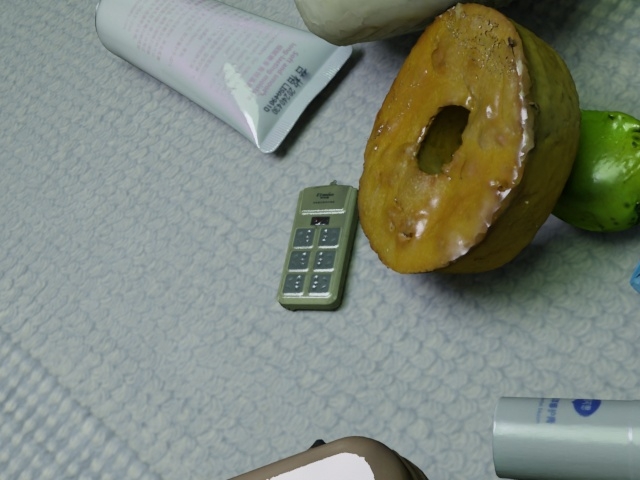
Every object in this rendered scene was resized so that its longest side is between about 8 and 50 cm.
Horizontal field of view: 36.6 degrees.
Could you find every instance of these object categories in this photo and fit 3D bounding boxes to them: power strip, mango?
[{"bbox_3d":[0.000,0.000,1.104,0.076,0.028,0.169,-2,59,24],"label":"power strip"},{"bbox_3d":[0.272,-0.076,0.988,0.178,0.100,0.119,34,87,42],"label":"mango"}]

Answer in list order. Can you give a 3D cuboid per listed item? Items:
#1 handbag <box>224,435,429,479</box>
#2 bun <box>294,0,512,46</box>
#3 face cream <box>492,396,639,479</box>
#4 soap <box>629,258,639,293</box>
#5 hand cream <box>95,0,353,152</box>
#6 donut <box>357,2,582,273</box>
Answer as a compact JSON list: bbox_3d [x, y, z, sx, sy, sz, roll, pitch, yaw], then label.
[{"bbox_3d":[-0.028,0.332,0.812,0.302,0.149,0.283,-21,55,10],"label":"handbag"},{"bbox_3d":[0.130,-0.357,1.086,0.362,0.234,0.326,-24,17,1],"label":"bun"},{"bbox_3d":[0.280,0.177,0.839,0.250,0.077,0.077,-1,60,21],"label":"face cream"},{"bbox_3d":[0.394,0.081,0.804,0.293,0.156,0.077,51,125,39],"label":"soap"},{"bbox_3d":[-0.144,-0.251,1.288,0.359,0.118,0.185,30,71,27],"label":"hand cream"},{"bbox_3d":[0.152,-0.092,0.978,0.277,0.108,0.277,-37,46,52],"label":"donut"}]
